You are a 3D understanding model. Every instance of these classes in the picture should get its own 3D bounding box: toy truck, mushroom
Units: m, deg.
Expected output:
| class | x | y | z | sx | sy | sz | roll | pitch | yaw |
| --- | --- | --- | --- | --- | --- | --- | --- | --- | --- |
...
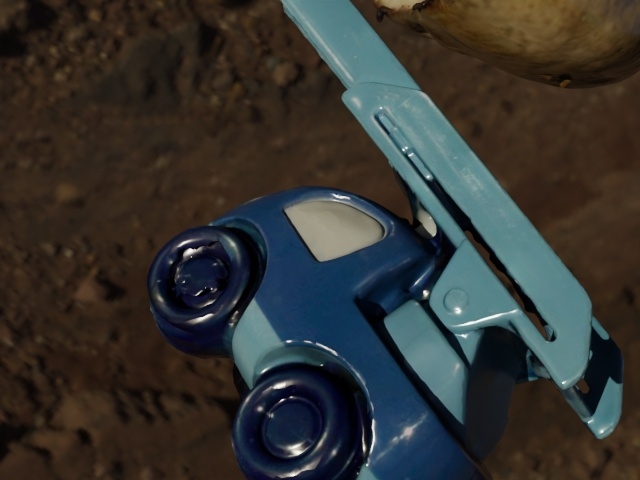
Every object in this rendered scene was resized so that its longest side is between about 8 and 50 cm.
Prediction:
| class | x | y | z | sx | sy | sz | roll | pitch | yaw |
| --- | --- | --- | --- | --- | --- | --- | --- | --- | --- |
| toy truck | 0.000 | 0.000 | 0.354 | 0.074 | 0.136 | 0.063 | -37 | 149 | 2 |
| mushroom | 0.120 | -0.160 | 0.901 | 0.151 | 0.286 | 0.156 | 33 | 115 | -20 |
